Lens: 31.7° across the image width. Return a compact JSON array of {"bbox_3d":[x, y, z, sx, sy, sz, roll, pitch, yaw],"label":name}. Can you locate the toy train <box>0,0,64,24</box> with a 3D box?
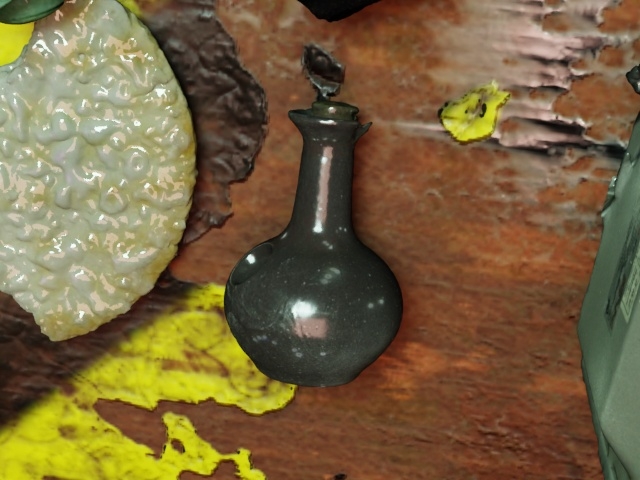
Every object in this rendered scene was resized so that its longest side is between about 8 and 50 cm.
[{"bbox_3d":[-0.169,-0.281,0.599,0.178,0.138,0.330,-12,118,1],"label":"toy train"}]

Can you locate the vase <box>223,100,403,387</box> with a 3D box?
[{"bbox_3d":[0.000,0.000,0.742,0.120,0.120,0.182,7,101,1],"label":"vase"}]

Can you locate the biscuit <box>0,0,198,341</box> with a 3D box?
[{"bbox_3d":[-0.178,-0.050,0.764,0.188,0.040,0.265,14,115,-2],"label":"biscuit"}]

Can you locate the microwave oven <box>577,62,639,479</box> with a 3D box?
[{"bbox_3d":[0.348,-0.023,0.625,0.375,0.236,0.432,10,116,-1],"label":"microwave oven"}]

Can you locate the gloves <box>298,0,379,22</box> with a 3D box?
[{"bbox_3d":[0.052,-0.207,0.633,0.181,0.106,0.129,-33,107,22],"label":"gloves"}]
